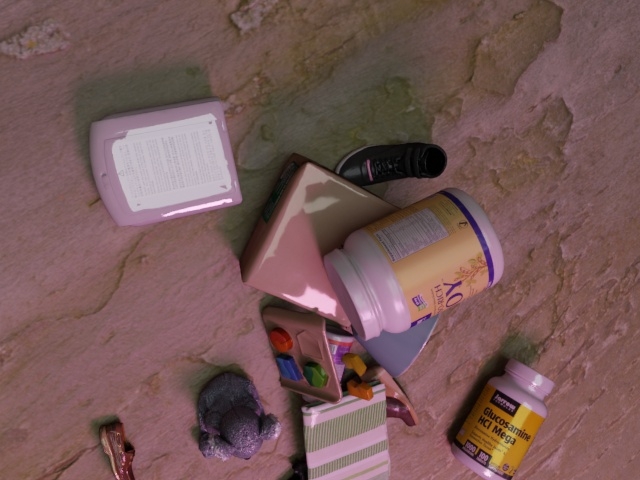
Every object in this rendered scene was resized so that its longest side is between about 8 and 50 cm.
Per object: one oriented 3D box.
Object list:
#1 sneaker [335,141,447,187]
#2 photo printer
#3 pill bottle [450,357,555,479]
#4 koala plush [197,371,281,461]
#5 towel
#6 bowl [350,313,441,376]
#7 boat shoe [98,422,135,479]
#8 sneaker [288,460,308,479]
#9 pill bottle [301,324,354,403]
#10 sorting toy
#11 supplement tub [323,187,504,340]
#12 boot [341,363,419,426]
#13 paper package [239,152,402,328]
[{"bbox_3d":[0.189,-0.197,1.462,0.295,0.147,0.105,-14,105,-16],"label":"sneaker"},{"bbox_3d":[-0.352,-0.173,1.292,0.307,0.107,0.256,-15,103,-16],"label":"photo printer"},{"bbox_3d":[0.541,0.525,1.678,0.187,0.188,0.334,32,87,-21],"label":"pill bottle"},{"bbox_3d":[-0.202,0.446,1.381,0.196,0.221,0.204,-12,102,-17],"label":"koala plush"},{"bbox_3d":[0.073,0.546,1.514,0.247,0.038,0.325,-13,110,-22],"label":"towel"},{"bbox_3d":[0.185,0.173,1.464,0.163,0.311,0.312,27,89,-1],"label":"bowl"},{"bbox_3d":[-0.476,0.522,1.379,0.060,0.064,0.178,-19,102,-14],"label":"boat shoe"},{"bbox_3d":[-0.064,0.705,1.552,0.106,0.078,0.235,15,89,-18],"label":"sneaker"},{"bbox_3d":[0.013,0.327,1.501,0.108,0.108,0.194,14,94,-21],"label":"pill bottle"},{"bbox_3d":[-0.017,0.287,1.382,0.041,0.307,0.229,-27,113,-43],"label":"sorting toy"},{"bbox_3d":[0.197,0.053,1.246,0.331,0.241,0.241,-26,106,-8],"label":"supplement tub"},{"bbox_3d":[0.142,0.472,1.600,0.206,0.090,0.248,-35,112,2],"label":"boot"},{"bbox_3d":[0.000,0.000,1.393,0.309,0.168,0.325,25,99,-21],"label":"paper package"}]
